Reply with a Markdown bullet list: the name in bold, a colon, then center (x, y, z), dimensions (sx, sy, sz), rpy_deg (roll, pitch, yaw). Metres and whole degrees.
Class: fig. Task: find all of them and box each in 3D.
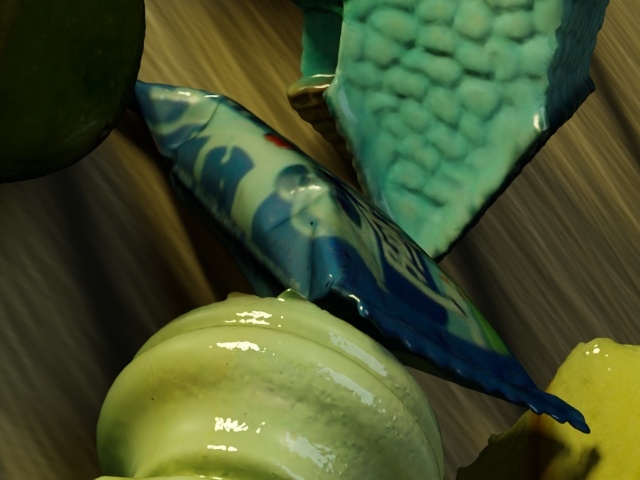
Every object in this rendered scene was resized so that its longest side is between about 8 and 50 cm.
- **fig**: center (-0.159, -0.129, 0.736), dimensions (0.195, 0.245, 0.195), rpy_deg (16, 63, -33)

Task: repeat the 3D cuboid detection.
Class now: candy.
- **candy**: center (0.000, 0.000, 0.861), dimensions (0.187, 0.077, 0.331), rpy_deg (27, 12, -39)

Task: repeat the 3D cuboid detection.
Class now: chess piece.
- **chess piece**: center (-0.051, 0.173, 0.642), dimensions (0.176, 0.176, 0.298), rpy_deg (42, 35, -16)

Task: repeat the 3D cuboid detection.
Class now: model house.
- **model house**: center (0.073, -0.097, 1.077), dimensions (0.226, 0.241, 0.261), rpy_deg (12, 15, 16)

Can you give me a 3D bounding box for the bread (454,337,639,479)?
- **bread**: center (0.177, 0.248, 0.793), dimensions (0.245, 0.233, 0.361), rpy_deg (42, 34, -16)
